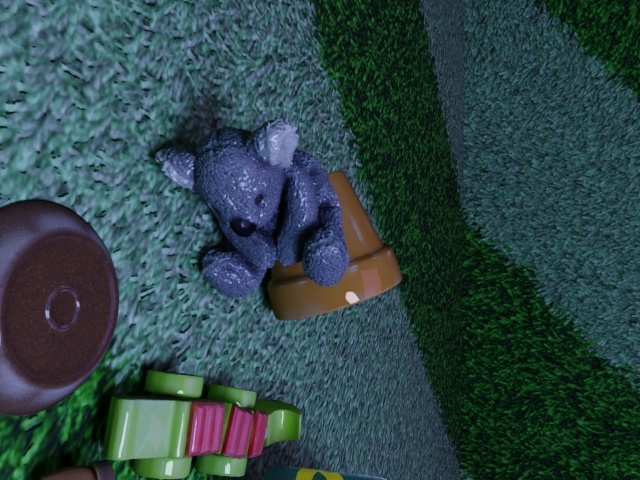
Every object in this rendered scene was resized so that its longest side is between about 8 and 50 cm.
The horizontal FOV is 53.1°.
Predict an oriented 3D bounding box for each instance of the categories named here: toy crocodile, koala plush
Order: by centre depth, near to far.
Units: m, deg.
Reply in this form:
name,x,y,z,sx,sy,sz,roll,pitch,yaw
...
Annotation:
name,x,y,z,sx,sy,sz,roll,pitch,yaw
toy crocodile,-0.131,0.226,0.774,0.340,0.105,0.115,38,57,-61
koala plush,-0.085,-0.063,0.787,0.221,0.196,0.203,48,37,-57

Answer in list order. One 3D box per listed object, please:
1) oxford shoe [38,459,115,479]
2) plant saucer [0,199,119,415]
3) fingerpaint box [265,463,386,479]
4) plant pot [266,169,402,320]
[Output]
name,x,y,z,sx,sy,sz,roll,pitch,yaw
oxford shoe,-0.245,0.312,0.591,0.076,0.076,0.212,8,86,-36
plant saucer,-0.247,0.061,0.588,0.198,0.036,0.198,1,90,-66
fingerpaint box,0.008,0.552,0.881,0.444,0.163,0.371,80,17,-57
plant pot,0.000,0.000,0.980,0.205,0.205,0.188,-25,98,-64
